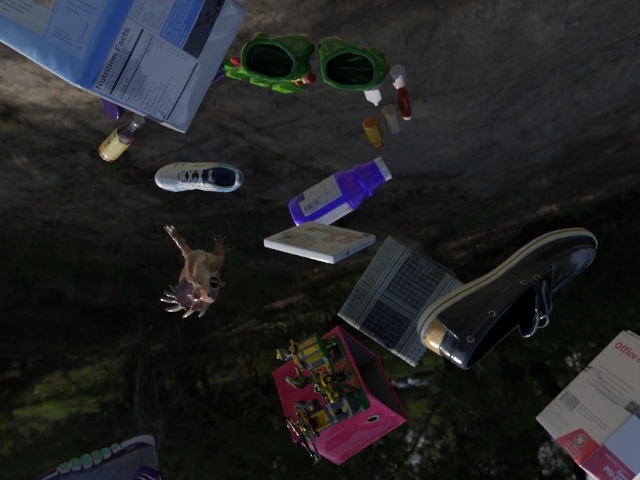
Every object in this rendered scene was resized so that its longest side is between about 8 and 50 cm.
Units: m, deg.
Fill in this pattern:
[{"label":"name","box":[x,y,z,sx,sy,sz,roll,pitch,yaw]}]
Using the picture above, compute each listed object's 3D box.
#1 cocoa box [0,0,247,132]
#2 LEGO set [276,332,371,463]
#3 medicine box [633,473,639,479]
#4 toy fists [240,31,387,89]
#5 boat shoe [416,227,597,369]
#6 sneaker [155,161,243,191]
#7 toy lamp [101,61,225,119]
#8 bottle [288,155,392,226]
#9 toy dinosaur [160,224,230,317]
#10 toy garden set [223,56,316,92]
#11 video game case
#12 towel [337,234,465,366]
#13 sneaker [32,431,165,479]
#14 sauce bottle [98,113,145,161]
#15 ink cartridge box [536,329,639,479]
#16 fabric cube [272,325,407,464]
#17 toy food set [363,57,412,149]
[{"label":"cocoa box","box":[-0.343,-0.359,0.945,0.347,0.231,0.228,31,-172,26]},{"label":"LEGO set","box":[-0.025,0.351,1.428,0.192,0.255,0.331,-28,175,7]},{"label":"medicine box","box":[0.714,0.424,1.072,0.263,0.289,0.149,-3,-138,52]},{"label":"toy fists","box":[-0.011,-0.342,1.153,0.279,0.096,0.142,7,-165,4]},{"label":"boat shoe","box":[0.456,0.133,1.387,0.500,0.156,0.187,-27,138,-18]},{"label":"sneaker","box":[-0.328,-0.176,1.653,0.237,0.085,0.086,-1,174,-12]},{"label":"toy lamp","box":[-0.331,-0.340,1.315,0.275,0.080,0.080,-31,-179,-31]},{"label":"bottle","box":[0.054,-0.126,1.629,0.283,0.118,0.092,-30,132,8]},{"label":"toy dinosaur","box":[-0.265,0.093,1.315,0.127,0.200,0.295,0,158,-3]},{"label":"toy garden set","box":[-0.143,-0.431,1.520,0.244,0.049,0.204,9,-178,-31]},{"label":"video game case","box":[0.000,0.000,1.136,0.157,0.019,0.143,13,-158,33]},{"label":"towel","box":[0.263,0.189,1.929,0.324,0.312,0.056,-57,179,11]},{"label":"sneaker","box":[-0.375,0.407,1.024,0.224,0.098,0.083,-15,160,-32]},{"label":"sauce bottle","box":[-0.392,-0.206,1.206,0.128,0.042,0.042,-35,158,32]},{"label":"ink cartridge box","box":[0.482,0.268,0.978,0.218,0.092,0.158,-49,-168,5]},{"label":"fabric cube","box":[0.055,0.463,1.813,0.258,0.259,0.254,-36,133,10]},{"label":"toy food set","box":[0.180,-0.360,1.601,0.111,0.232,0.104,-2,152,18]}]
